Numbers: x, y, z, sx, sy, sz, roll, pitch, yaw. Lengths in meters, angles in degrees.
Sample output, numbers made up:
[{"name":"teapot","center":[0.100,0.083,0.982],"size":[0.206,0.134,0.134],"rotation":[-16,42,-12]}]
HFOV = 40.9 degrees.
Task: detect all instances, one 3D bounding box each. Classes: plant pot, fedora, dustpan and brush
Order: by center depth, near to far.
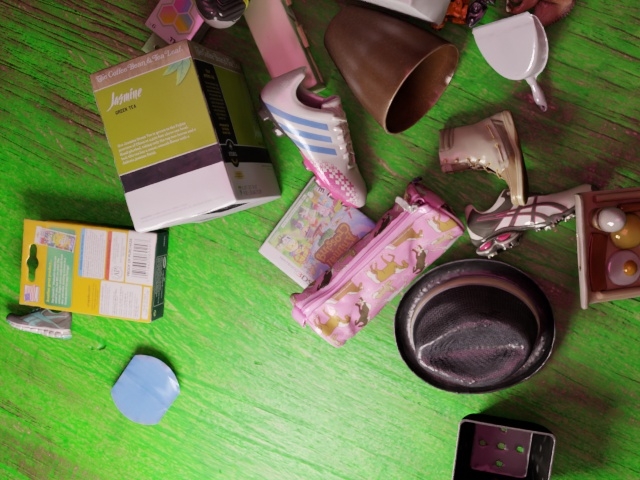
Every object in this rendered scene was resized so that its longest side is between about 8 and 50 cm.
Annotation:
[{"name":"dustpan and brush","center":[0.405,-0.347,1.711],"size":[0.147,0.060,0.211],"rotation":[-5,113,48]},{"name":"plant pot","center":[0.122,-0.368,1.731],"size":[0.230,0.215,0.215],"rotation":[42,102,19]},{"name":"fedora","center":[0.307,0.197,1.732],"size":[0.333,0.152,0.334],"rotation":[3,105,11]},{"name":"plant pot","center":[0.371,0.446,1.754],"size":[0.188,0.167,0.188],"rotation":[8,97,12]}]

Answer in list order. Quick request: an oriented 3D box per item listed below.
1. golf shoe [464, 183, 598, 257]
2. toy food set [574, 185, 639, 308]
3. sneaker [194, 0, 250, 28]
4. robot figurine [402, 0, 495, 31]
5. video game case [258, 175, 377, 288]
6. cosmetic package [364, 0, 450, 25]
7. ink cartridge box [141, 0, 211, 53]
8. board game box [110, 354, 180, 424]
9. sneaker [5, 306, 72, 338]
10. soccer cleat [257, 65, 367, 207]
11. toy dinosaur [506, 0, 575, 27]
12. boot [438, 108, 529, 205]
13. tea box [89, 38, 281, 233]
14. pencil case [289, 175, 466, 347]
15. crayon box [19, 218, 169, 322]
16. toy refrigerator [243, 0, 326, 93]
[{"name":"golf shoe","center":[0.424,-0.066,1.734],"size":[0.272,0.105,0.120],"rotation":[-25,82,12]},{"name":"toy food set","center":[0.633,0.006,1.653],"size":[0.305,0.092,0.220],"rotation":[-6,95,-13]},{"name":"sneaker","center":[-0.222,-0.572,1.753],"size":[0.145,0.147,0.385],"rotation":[2,59,-22]},{"name":"robot figurine","center":[0.264,-0.566,1.730],"size":[0.211,0.085,0.291],"rotation":[12,97,11]},{"name":"video game case","center":[0.000,0.000,1.867],"size":[0.193,0.023,0.212],"rotation":[39,101,6]},{"name":"cosmetic package","center":[0.085,-0.584,1.674],"size":[0.385,0.156,0.217],"rotation":[29,102,30]},{"name":"ink cartridge box","center":[-0.306,-0.475,1.870],"size":[0.109,0.062,0.209],"rotation":[39,102,6]},{"name":"board game box","center":[-0.397,0.341,1.979],"size":[0.133,0.033,0.169],"rotation":[36,106,2]},{"name":"sneaker","center":[-0.653,0.182,2.011],"size":[0.166,0.065,0.076],"rotation":[10,81,8]},{"name":"soccer cleat","center":[0.016,-0.207,1.747],"size":[0.143,0.116,0.331],"rotation":[-35,114,18]},{"name":"toy dinosaur","center":[0.465,-0.524,1.677],"size":[0.200,0.127,0.296],"rotation":[4,101,5]},{"name":"boot","center":[0.327,-0.152,1.732],"size":[0.165,0.077,0.213],"rotation":[-13,64,14]},{"name":"tea box","center":[-0.261,-0.206,1.748],"size":[0.219,0.329,0.324],"rotation":[-16,90,13]},{"name":"pencil case","center":[0.114,0.051,1.765],"size":[0.386,0.160,0.167],"rotation":[-44,111,9]},{"name":"crayon box","center":[-0.514,0.062,1.951],"size":[0.322,0.083,0.203],"rotation":[7,96,11]},{"name":"toy refrigerator","center":[-0.083,-0.431,1.807],"size":[0.094,0.102,0.270],"rotation":[-25,89,13]}]
